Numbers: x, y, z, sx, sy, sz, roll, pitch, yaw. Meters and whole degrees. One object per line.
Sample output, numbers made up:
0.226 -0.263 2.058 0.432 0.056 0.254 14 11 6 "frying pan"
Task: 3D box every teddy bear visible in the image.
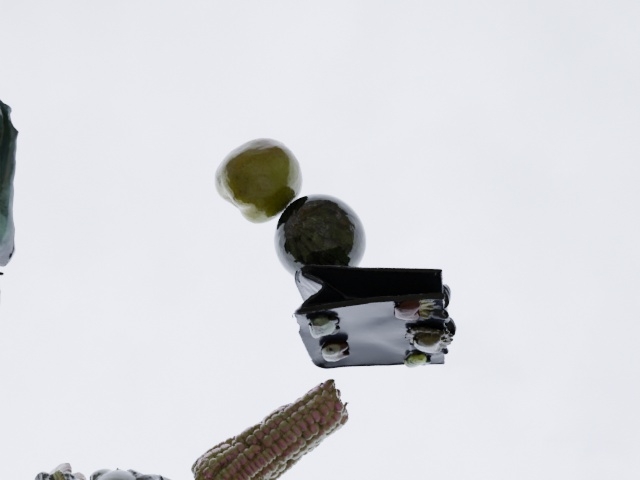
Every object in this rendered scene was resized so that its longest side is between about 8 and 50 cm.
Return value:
-0.399 0.486 1.143 0.144 0.251 0.171 26 -83 40 "teddy bear"

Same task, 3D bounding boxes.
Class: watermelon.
0.000 0.000 1.431 0.212 0.212 0.212 1 -106 -2 "watermelon"

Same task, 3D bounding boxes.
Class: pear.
-0.138 -0.139 1.470 0.200 0.200 0.199 1 -106 -2 "pear"

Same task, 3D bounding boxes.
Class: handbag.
0.119 0.171 1.341 0.330 0.303 0.121 -1 -123 11 "handbag"

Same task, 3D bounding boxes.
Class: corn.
-0.092 0.393 1.229 0.335 0.126 0.126 -32 -103 -11 "corn"

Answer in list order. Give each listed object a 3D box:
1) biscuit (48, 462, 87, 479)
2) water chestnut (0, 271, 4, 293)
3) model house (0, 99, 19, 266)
-0.549 0.559 1.276 0.066 0.220 0.220 37 -106 -23 "biscuit"
-0.871 0.126 1.374 0.335 0.347 0.335 21 -140 -19 "water chestnut"
-0.432 -0.068 0.504 0.291 0.253 0.184 -6 -104 2 "model house"
